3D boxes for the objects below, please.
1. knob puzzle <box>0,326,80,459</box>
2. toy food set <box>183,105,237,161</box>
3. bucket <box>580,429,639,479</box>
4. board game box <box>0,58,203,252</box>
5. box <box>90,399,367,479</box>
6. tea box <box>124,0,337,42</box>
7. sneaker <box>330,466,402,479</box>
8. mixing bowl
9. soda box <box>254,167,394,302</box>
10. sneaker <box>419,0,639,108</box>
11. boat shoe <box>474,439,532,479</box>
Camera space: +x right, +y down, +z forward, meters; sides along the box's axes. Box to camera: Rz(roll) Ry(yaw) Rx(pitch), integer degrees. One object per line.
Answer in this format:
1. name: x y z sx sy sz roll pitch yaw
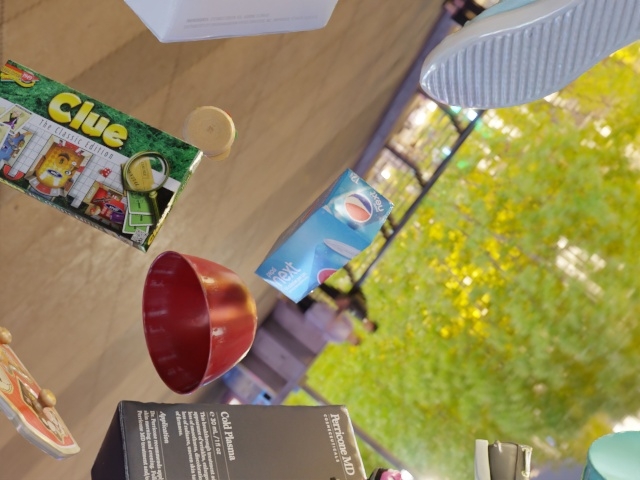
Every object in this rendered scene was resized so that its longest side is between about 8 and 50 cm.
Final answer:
1. knob puzzle: -0.287 0.135 0.863 0.030 0.213 0.213 -38 171 -10
2. toy food set: -0.171 -0.169 1.389 0.020 0.083 0.082 140 -28 -75
3. bucket: 0.449 0.379 1.145 0.281 0.281 0.183 -35 133 -67
4. board game box: -0.280 -0.099 1.024 0.030 0.260 0.136 97 19 -68
5. box: -0.097 0.385 1.087 0.179 0.312 0.343 119 -33 -41
6. tea box: -0.105 -0.409 0.806 0.220 0.329 0.323 -18 146 -45
7. sneaker: 0.031 0.264 0.882 0.170 0.075 0.063 106 5 -56
8. mixing bowl: -0.144 0.099 1.145 0.098 0.181 0.181 -6 144 -36
9. soda box: 0.000 0.000 1.075 0.067 0.071 0.210 -57 -171 -32
10. sneaker: 0.285 -0.283 1.093 0.366 0.135 0.150 -20 -137 36
11. boat shoe: 0.276 0.425 1.298 0.305 0.091 0.109 -86 172 -45
